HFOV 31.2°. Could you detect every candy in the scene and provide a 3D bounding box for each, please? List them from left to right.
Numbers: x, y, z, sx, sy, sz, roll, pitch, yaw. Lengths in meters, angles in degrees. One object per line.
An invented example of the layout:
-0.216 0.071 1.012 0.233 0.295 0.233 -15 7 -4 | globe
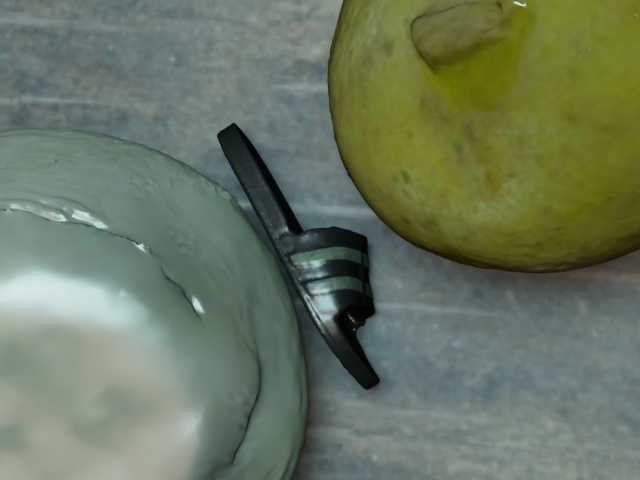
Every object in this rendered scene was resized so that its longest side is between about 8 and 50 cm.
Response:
-0.153 0.072 0.645 0.295 0.185 0.296 0 85 -5 | candy

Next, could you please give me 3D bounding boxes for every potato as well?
0.125 -0.180 0.592 0.296 0.290 0.397 -30 58 35 | potato

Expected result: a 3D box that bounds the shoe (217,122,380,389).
0.000 0.000 0.679 0.049 0.071 0.179 -30 77 4 | shoe
